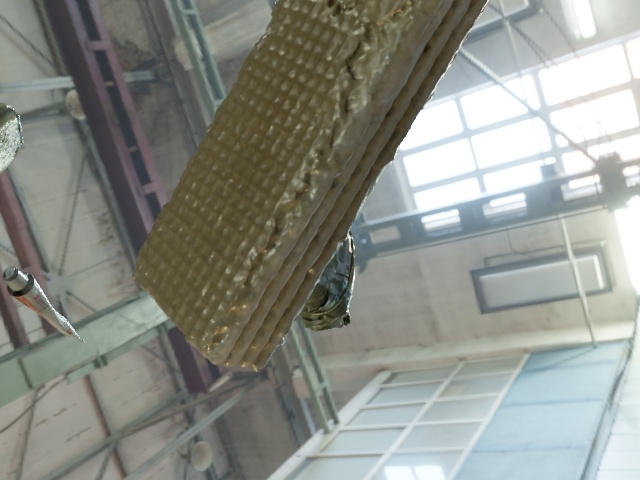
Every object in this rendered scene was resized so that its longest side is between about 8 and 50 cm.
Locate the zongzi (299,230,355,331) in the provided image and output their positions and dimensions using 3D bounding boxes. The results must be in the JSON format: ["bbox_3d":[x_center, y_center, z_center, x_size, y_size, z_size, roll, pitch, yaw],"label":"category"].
[{"bbox_3d":[0.000,0.000,0.654,0.130,0.062,0.154,59,-146,-59],"label":"zongzi"}]

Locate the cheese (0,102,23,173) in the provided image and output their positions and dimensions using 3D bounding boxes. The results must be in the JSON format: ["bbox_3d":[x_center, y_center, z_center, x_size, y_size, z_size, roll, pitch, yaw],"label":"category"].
[{"bbox_3d":[-0.446,-0.090,0.845,0.037,0.097,0.192,20,-131,1],"label":"cheese"}]

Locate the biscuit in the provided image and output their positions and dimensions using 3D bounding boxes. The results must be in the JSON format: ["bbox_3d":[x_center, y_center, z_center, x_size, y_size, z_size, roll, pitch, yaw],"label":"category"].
[{"bbox_3d":[0.011,-0.115,0.488,0.078,0.144,0.426,22,-80,-50],"label":"biscuit"}]

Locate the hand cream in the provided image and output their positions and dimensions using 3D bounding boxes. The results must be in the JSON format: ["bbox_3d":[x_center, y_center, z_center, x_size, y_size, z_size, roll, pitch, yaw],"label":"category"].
[{"bbox_3d":[-0.404,0.095,0.969,0.052,0.038,0.216,55,165,28],"label":"hand cream"}]
